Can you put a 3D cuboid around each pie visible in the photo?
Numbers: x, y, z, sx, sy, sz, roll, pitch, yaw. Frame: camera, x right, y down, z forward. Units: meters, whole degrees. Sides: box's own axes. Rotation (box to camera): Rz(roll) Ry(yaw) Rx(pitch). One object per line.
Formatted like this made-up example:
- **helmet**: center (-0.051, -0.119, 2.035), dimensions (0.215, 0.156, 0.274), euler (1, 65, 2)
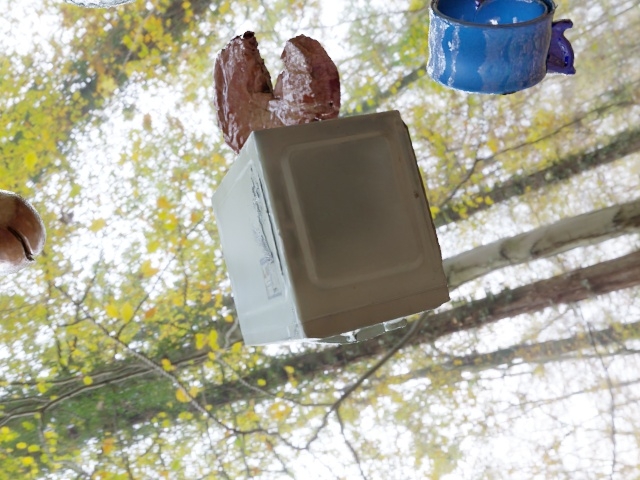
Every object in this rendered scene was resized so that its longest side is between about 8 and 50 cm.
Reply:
- **pie**: center (-0.069, -0.204, 1.000), dimensions (0.054, 0.218, 0.205), euler (-24, -72, -56)

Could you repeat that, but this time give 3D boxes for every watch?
- **watch**: center (0.246, -0.279, 0.959), dimensions (0.200, 0.195, 0.171), euler (-58, -37, -49)

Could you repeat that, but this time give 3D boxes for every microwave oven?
- **microwave oven**: center (0.000, 0.000, 0.800), dimensions (0.181, 0.295, 0.238), euler (-11, -96, -18)

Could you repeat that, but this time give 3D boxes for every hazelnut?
- **hazelnut**: center (-0.510, -0.007, 1.071), dimensions (0.154, 0.143, 0.143), euler (-23, -91, -22)

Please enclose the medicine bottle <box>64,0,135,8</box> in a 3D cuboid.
- **medicine bottle**: center (-0.171, -0.267, 0.546), dimensions (0.141, 0.141, 0.293), euler (46, -163, -23)
